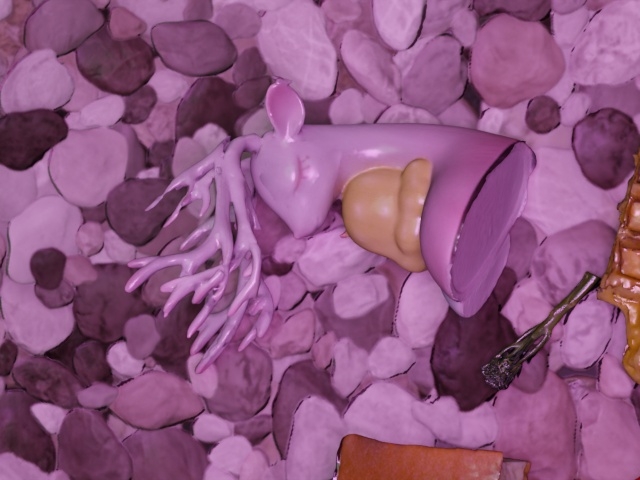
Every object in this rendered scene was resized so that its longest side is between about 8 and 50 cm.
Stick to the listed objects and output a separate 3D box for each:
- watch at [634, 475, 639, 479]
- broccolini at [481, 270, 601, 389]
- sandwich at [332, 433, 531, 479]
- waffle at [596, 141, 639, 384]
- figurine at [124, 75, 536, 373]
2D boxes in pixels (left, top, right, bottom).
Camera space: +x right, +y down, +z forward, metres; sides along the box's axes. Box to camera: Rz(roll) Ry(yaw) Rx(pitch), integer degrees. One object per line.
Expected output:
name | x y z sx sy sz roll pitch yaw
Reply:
watch | 0.327 0.290 1.377 0.102 0.165 0.268 -28 35 13
broccolini | 0.199 0.079 1.559 0.140 0.035 0.030 -46 73 4
sandwich | 0.099 0.289 1.511 0.186 0.108 0.220 5 79 21
waffle | 0.372 0.000 1.503 0.312 0.060 0.307 -43 69 4
figurine | -0.003 -0.009 1.565 0.315 0.206 0.284 14 73 26
